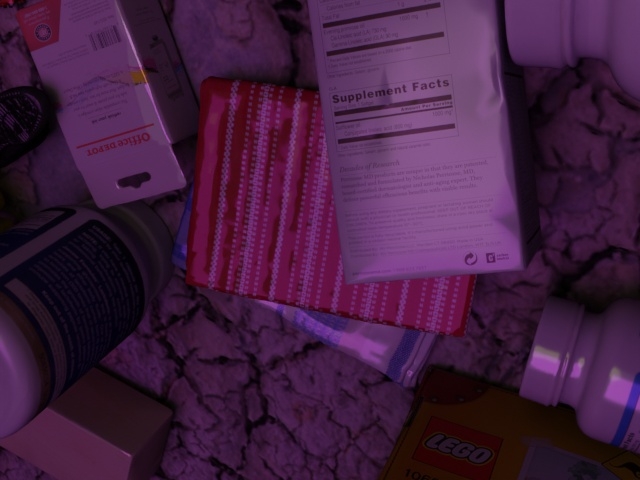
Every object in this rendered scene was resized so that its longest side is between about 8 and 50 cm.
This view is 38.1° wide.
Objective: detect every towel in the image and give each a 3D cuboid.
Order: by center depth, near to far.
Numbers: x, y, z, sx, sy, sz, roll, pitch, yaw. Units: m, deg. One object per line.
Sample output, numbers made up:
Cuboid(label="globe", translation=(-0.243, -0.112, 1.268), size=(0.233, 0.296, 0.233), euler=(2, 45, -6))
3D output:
Cuboid(label="towel", translation=(0.010, -0.032, 0.823), size=(0.275, 0.031, 0.198), euler=(11, 103, 15))
Cuboid(label="towel", translation=(0.000, 0.000, 0.877), size=(0.285, 0.034, 0.209), euler=(28, 120, 9))

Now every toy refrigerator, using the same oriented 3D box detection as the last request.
Cuboid(label="toy refrigerator", translation=(-0.309, 0.188, 1.060), size=(0.270, 0.094, 0.102), euler=(26, 124, 12))

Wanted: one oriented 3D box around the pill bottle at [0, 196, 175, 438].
Cuboid(label="pill bottle", translation=(-0.256, 0.056, 0.874), size=(0.153, 0.264, 0.153), euler=(10, 117, 20))

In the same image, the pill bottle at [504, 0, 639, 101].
Cuboid(label="pill bottle", translation=(0.295, -0.174, 0.583), size=(0.334, 0.188, 0.187), euler=(6, 115, 21))

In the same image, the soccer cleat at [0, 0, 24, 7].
Cuboid(label="soccer cleat", translation=(-0.328, -0.242, 0.908), size=(0.083, 0.029, 0.035), euler=(-4, 102, 21))

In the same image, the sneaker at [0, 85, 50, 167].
Cuboid(label="sneaker", translation=(-0.298, -0.112, 0.908), size=(0.170, 0.089, 0.051), euler=(-33, 103, 37))

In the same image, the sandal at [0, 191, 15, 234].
Cuboid(label="sandal", translation=(-0.394, -0.002, 0.975), size=(0.138, 0.126, 0.317), euler=(-19, 102, 14))

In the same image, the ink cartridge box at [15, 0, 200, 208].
Cuboid(label="ink cartridge box", translation=(-0.188, -0.139, 0.870), size=(0.115, 0.067, 0.198), euler=(-11, 105, 27))

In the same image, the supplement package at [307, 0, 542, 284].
Cuboid(label="supplement package", translation=(0.083, -0.102, 0.699), size=(0.134, 0.139, 0.244), euler=(-6, 95, 19))

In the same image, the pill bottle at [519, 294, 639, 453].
Cuboid(label="pill bottle", translation=(0.283, 0.117, 0.758), size=(0.222, 0.124, 0.124), euler=(17, 118, 16))

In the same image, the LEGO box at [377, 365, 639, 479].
Cuboid(label="LEGO box", translation=(0.258, 0.334, 0.723), size=(0.500, 0.372, 0.193), euler=(16, 118, 16))
